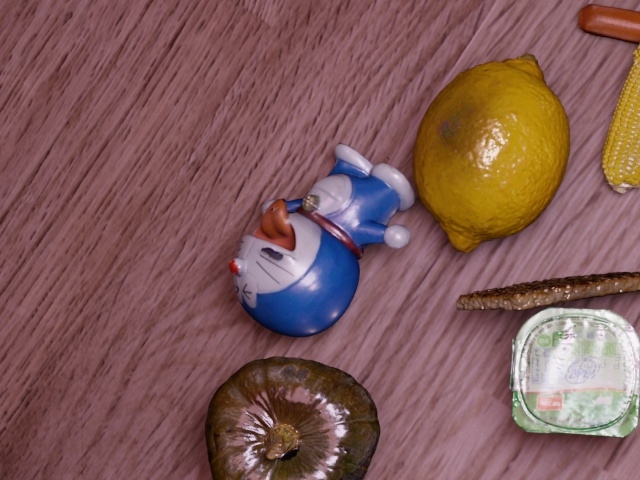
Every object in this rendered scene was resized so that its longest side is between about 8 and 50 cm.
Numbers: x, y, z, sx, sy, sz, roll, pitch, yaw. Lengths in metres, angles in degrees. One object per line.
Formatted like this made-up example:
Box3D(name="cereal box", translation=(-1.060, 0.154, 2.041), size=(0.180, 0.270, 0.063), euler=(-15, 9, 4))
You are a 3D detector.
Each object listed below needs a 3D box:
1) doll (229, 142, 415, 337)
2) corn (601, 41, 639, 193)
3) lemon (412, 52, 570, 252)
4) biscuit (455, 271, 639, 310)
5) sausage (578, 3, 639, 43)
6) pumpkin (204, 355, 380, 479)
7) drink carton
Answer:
Box3D(name="doll", translation=(0.000, 0.000, 1.787), size=(0.215, 0.161, 0.257), euler=(23, 74, 46))
Box3D(name="corn", translation=(0.392, -0.157, 1.741), size=(0.067, 0.067, 0.206), euler=(16, 96, 18))
Box3D(name="lemon", translation=(0.207, -0.109, 1.735), size=(0.188, 0.188, 0.256), euler=(17, 87, 18))
Box3D(name="biscuit", translation=(0.290, 0.057, 1.704), size=(0.237, 0.131, 0.026), euler=(-8, 93, -28))
Box3D(name="sausage", translation=(0.387, -0.268, 1.787), size=(0.131, 0.041, 0.039), euler=(15, 97, 18))
Box3D(name="pumpkin", translation=(-0.044, 0.247, 1.754), size=(0.219, 0.162, 0.219), euler=(-2, 82, 12))
Box3D(name="drink carton", translation=(0.306, 0.157, 1.681), size=(0.146, 0.142, 0.144), euler=(2, 83, 16))
